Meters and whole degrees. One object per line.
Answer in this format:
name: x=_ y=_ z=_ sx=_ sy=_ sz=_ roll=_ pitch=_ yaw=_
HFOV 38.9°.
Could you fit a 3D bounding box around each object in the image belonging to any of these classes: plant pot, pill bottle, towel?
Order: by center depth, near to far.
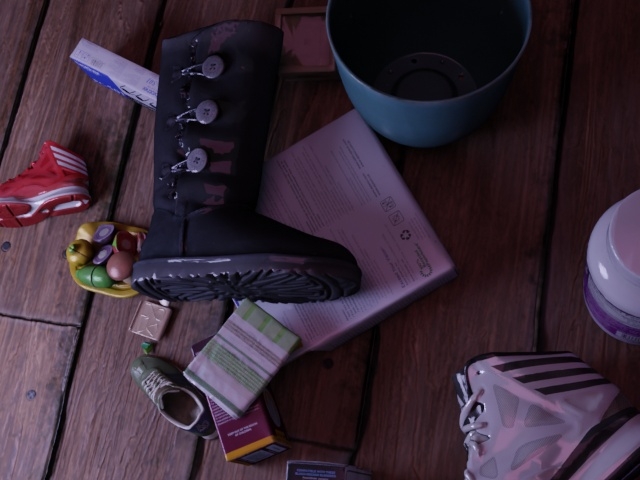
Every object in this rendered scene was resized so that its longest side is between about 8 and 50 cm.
pill bottle: x=0.440 y=0.033 z=1.207 sx=0.169 sy=0.301 sz=0.169 roll=-4 pitch=72 yaw=13
towel: x=-0.115 y=0.174 z=1.345 sx=0.113 sy=0.023 sz=0.152 roll=37 pitch=78 yaw=17
plant pot: x=0.161 y=-0.279 z=1.399 sx=0.293 sy=0.235 sz=0.293 roll=-1 pitch=68 yaw=4

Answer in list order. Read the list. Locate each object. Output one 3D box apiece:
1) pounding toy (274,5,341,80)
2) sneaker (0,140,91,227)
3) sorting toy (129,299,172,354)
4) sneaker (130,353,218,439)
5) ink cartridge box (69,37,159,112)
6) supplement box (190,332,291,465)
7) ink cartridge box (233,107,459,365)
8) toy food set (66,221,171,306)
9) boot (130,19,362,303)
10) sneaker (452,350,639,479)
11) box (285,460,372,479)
pounding toy: x=-0.026 y=-0.343 z=1.564 sx=0.141 sy=0.100 sz=0.130 roll=2 pitch=88 yaw=17
sneaker: x=-0.517 y=-0.102 z=1.620 sx=0.221 sy=0.087 sz=0.128 roll=-7 pitch=63 yaw=-1
sorting toy: x=-0.286 y=0.146 z=1.510 sx=0.062 sy=0.012 sz=0.083 roll=16 pitch=78 yaw=21
sneaker: x=-0.237 y=0.238 z=1.428 sx=0.192 sy=0.086 sz=0.064 roll=36 pitch=85 yaw=21
ink cartridge box: x=-0.337 y=-0.283 z=1.612 sx=0.207 sy=0.097 sz=0.046 roll=28 pitch=81 yaw=21
supplement box: x=-0.121 y=0.240 z=1.389 sx=0.081 sy=0.104 sz=0.188 roll=-23 pitch=69 yaw=5
ink cartridge box: x=0.000 y=0.000 z=1.454 sx=0.330 sy=0.071 sz=0.324 roll=-31 pitch=67 yaw=6
toy food set: x=-0.343 y=0.026 z=1.525 sx=0.218 sy=0.071 sz=0.128 roll=11 pitch=73 yaw=21
boot: x=-0.101 y=-0.133 z=1.426 sx=0.367 sy=0.146 sz=0.445 roll=0 pitch=68 yaw=15
sneaker: x=0.229 y=0.328 z=1.266 sx=0.447 sy=0.169 sz=0.257 roll=-38 pitch=59 yaw=-8
box: x=0.005 y=0.458 z=1.258 sx=0.087 sy=0.169 sz=0.290 roll=0 pitch=75 yaw=17
